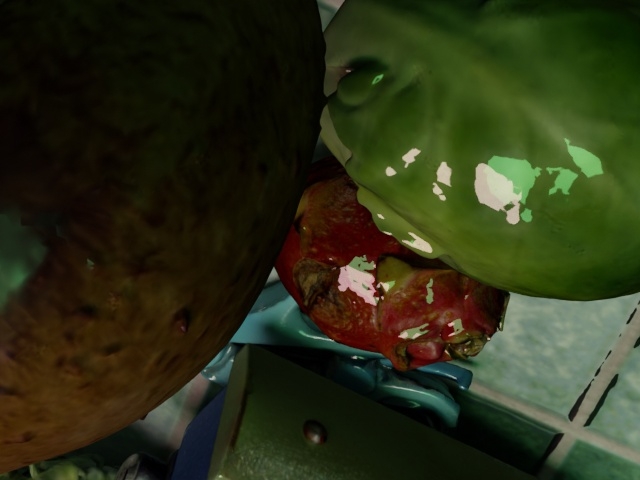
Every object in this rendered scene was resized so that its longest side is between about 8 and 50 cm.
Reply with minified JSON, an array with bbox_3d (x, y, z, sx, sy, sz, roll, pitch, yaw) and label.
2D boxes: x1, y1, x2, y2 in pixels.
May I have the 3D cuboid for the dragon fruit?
[{"bbox_3d":[0.000,0.000,1.180,0.246,0.125,0.125,12,143,11],"label":"dragon fruit"}]

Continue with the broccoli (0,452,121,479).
[{"bbox_3d":[-0.187,0.324,1.400,0.293,0.281,0.348,15,131,8],"label":"broccoli"}]

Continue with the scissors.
[{"bbox_3d":[-0.087,0.071,1.327,0.392,0.032,0.180,6,129,13],"label":"scissors"}]

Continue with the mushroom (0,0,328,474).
[{"bbox_3d":[-0.163,-0.080,0.874,0.331,0.334,0.356,-17,103,7],"label":"mushroom"}]

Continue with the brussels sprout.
[{"bbox_3d":[0.116,-0.068,1.028,0.244,0.244,0.244,9,130,11],"label":"brussels sprout"}]

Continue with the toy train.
[{"bbox_3d":[0.013,0.207,1.308,0.299,0.131,0.202,26,139,-17],"label":"toy train"}]
